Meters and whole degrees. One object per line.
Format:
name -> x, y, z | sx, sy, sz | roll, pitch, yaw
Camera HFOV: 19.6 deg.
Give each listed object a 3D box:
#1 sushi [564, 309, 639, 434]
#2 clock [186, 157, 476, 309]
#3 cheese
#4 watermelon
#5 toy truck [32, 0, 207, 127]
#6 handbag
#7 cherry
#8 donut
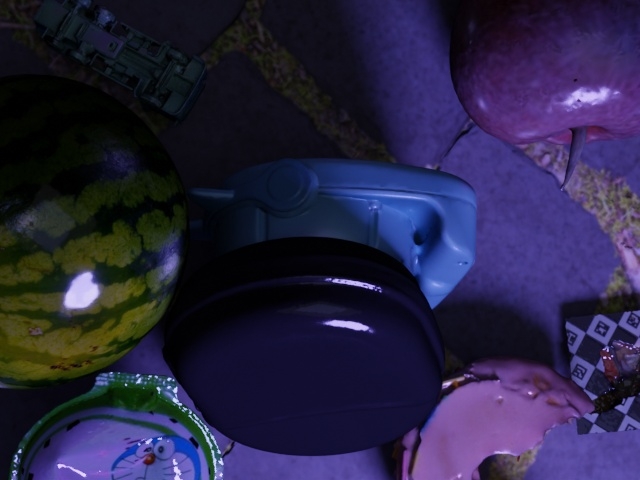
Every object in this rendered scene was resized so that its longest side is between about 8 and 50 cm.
sushi -> 0.314, 0.136, 1.939 | 0.120, 0.026, 0.126 | -3, 84, -12
clock -> 0.000, 0.000, 1.758 | 0.274, 0.223, 0.094 | 4, 70, -9
cheese -> -0.196, 0.266, 1.732 | 0.204, 0.083, 0.320 | 6, 111, -14
watermelon -> -0.260, -0.007, 1.659 | 0.285, 0.285, 0.285 | 1, 88, -15
toy truck -> -0.195, -0.176, 1.800 | 0.175, 0.081, 0.067 | 28, 80, 7
handbag -> -0.014, 0.108, 1.723 | 0.253, 0.308, 0.093 | -11, 57, 10
cherry -> 0.249, -0.190, 1.839 | 0.236, 0.213, 0.285 | 9, 76, -23
donut -> 0.163, 0.229, 1.863 | 0.199, 0.085, 0.233 | 13, 85, -15
